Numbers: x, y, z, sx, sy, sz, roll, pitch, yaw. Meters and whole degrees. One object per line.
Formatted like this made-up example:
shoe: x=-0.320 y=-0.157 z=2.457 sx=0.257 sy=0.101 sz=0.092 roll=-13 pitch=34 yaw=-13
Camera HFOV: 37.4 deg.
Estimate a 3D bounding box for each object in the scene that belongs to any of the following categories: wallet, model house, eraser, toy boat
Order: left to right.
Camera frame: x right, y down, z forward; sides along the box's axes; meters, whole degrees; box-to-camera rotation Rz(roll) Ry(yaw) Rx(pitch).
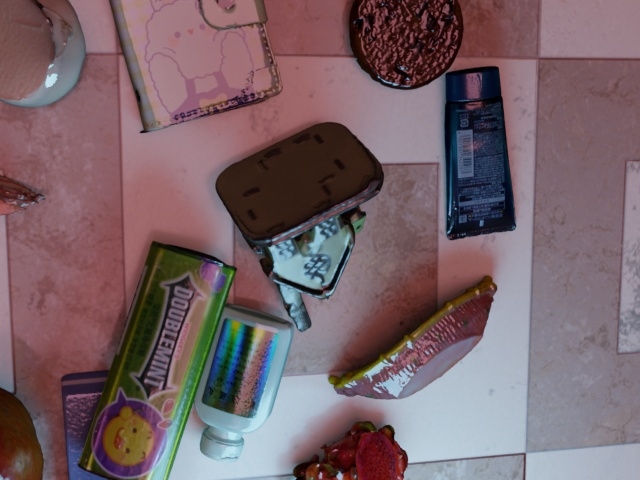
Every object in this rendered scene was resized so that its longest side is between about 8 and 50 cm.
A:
eraser: x=-0.345 y=0.313 z=1.434 sx=0.081 sy=0.036 sz=0.225 roll=-5 pitch=99 yaw=-13
wallet: x=-0.192 y=-0.330 z=1.356 sx=0.223 sy=0.077 sz=0.310 roll=-15 pitch=103 yaw=-7
model house: x=0.000 y=0.000 z=1.422 sx=0.218 sy=0.205 sz=0.279 roll=-27 pitch=133 yaw=-7
toy boat: x=0.167 y=0.168 z=1.506 sx=0.317 sy=0.099 sz=0.141 roll=-33 pitch=145 yaw=-7

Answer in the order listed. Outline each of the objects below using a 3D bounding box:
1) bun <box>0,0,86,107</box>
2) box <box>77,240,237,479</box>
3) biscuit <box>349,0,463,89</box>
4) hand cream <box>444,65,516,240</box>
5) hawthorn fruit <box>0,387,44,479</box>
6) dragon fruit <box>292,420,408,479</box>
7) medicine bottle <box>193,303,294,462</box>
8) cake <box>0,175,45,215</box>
bun: x=-0.396 y=-0.270 z=1.293 sx=0.172 sy=0.120 sz=0.173 roll=6 pitch=106 yaw=20
box: x=-0.235 y=0.179 z=1.376 sx=0.134 sy=0.097 sz=0.346 roll=18 pitch=85 yaw=6
biscuit: x=0.133 y=-0.328 z=1.447 sx=0.192 sy=0.049 sz=0.192 roll=-3 pitch=106 yaw=-12
hand cream: x=0.250 y=-0.136 z=1.500 sx=0.120 sy=0.061 sz=0.271 roll=-9 pitch=105 yaw=-10
hawthorn fruit: x=-0.515 y=0.305 z=1.226 sx=0.284 sy=0.369 sz=0.285 roll=1 pitch=79 yaw=-5
dragon fruit: x=0.040 y=0.371 z=1.491 sx=0.207 sy=0.150 sz=0.133 roll=-22 pitch=73 yaw=-3
medicine bottle: x=-0.126 y=0.221 z=1.444 sx=0.121 sy=0.083 sz=0.229 roll=16 pitch=94 yaw=5
cake: x=-0.533 y=-0.052 z=1.311 sx=0.287 sy=0.098 sz=0.135 roll=6 pitch=96 yaw=-9
